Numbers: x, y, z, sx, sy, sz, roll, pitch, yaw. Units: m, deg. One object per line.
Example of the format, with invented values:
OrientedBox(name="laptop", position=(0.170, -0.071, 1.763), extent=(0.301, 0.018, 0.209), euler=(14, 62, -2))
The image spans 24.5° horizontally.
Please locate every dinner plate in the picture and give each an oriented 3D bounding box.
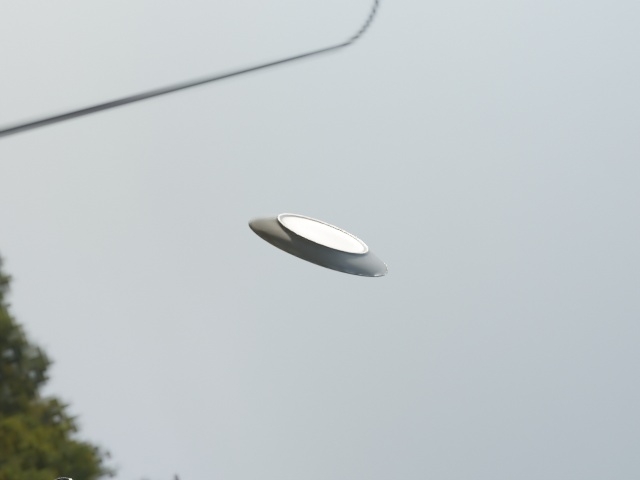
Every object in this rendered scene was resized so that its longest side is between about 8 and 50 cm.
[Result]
OrientedBox(name="dinner plate", position=(0.000, 0.000, 1.401), extent=(0.141, 0.141, 0.017), euler=(40, -67, 52))

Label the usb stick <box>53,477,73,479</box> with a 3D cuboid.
OrientedBox(name="usb stick", position=(-0.228, 0.255, 1.037), extent=(0.045, 0.077, 0.278), euler=(41, 20, -6))
